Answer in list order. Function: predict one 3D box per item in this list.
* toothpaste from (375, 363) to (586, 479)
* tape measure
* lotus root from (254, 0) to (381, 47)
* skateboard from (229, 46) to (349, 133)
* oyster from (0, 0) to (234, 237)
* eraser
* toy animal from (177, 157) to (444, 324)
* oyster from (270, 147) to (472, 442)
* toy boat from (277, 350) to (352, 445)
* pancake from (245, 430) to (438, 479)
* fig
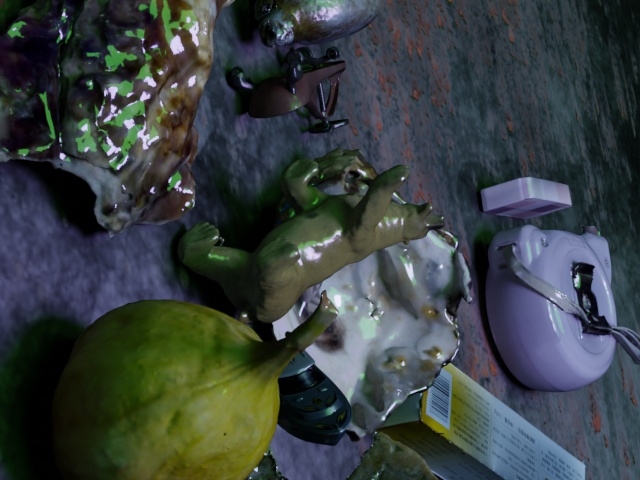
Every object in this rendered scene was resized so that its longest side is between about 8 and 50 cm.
[{"bbox_3d":[0.160,0.202,1.648,0.313,0.071,0.089,37,46,-42],"label":"toothpaste"},{"bbox_3d":[0.258,0.071,1.809,0.196,0.105,0.178,-1,79,-57],"label":"tape measure"},{"bbox_3d":[-0.004,-0.219,1.560,0.165,0.088,0.088,-24,97,-49],"label":"lotus root"},{"bbox_3d":[-0.015,-0.131,1.537,0.151,0.067,0.080,-29,110,-60],"label":"skateboard"},{"bbox_3d":[-0.138,-0.134,1.322,0.275,0.100,0.271,10,84,-58],"label":"oyster"},{"bbox_3d":[0.222,-0.046,1.838,0.105,0.065,0.026,6,74,-54],"label":"eraser"},{"bbox_3d":[0.000,0.000,1.412,0.219,0.103,0.101,-35,130,-22],"label":"toy animal"},{"bbox_3d":[0.025,0.051,1.497,0.214,0.083,0.223,48,63,-7],"label":"oyster"},{"bbox_3d":[-0.015,0.125,1.363,0.055,0.141,0.060,-20,119,-19],"label":"toy boat"},{"bbox_3d":[-0.012,0.256,1.254,0.037,0.254,0.253,80,10,-67],"label":"pancake"},{"bbox_3d":[-0.078,0.096,1.184,0.159,0.257,0.159,28,45,-32],"label":"fig"}]
